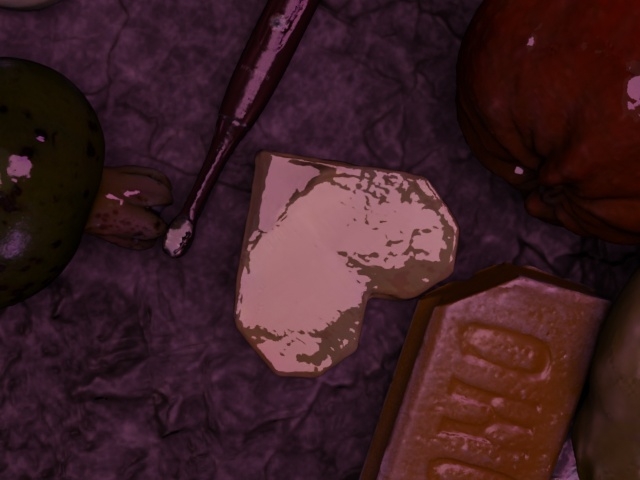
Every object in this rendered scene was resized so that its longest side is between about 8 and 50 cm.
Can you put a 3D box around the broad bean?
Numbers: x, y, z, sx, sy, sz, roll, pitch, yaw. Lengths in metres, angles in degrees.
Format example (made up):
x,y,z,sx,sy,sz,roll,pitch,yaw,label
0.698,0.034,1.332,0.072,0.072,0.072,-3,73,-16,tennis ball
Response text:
x,y,z,sx,sy,sz,roll,pitch,yaw,label
0.308,0.099,1.099,0.291,0.119,0.238,-49,129,-7,broad bean

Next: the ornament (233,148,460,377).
x,y,z,sx,sy,sz,roll,pitch,yaw,label
0.000,0.000,1.155,0.201,0.059,0.180,-37,96,1,ornament

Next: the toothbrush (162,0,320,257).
x,y,z,sx,sy,sz,roll,pitch,yaw,label
-0.047,-0.150,1.161,0.040,0.041,0.364,27,91,-2,toothbrush

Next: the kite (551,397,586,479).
x,y,z,sx,sy,sz,roll,pitch,yaw,label
0.258,0.310,1.183,0.204,0.022,0.360,-40,91,6,kite

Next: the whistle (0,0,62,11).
x,y,z,sx,sy,sz,roll,pitch,yaw,label
-0.294,-0.251,1.140,0.258,0.067,0.126,1,91,1,whistle

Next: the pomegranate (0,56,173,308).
x,y,z,sx,sy,sz,roll,pitch,yaw,label
-0.235,-0.041,1.099,0.247,0.202,0.202,16,91,-29,pomegranate

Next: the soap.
x,y,z,sx,sy,sz,roll,pitch,yaw,label
0.129,0.132,1.127,0.140,0.073,0.232,16,99,-11,soap

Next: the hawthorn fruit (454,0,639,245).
x,y,z,sx,sy,sz,roll,pitch,yaw,label
0.228,-0.131,1.071,0.258,0.258,0.262,11,78,-1,hawthorn fruit
